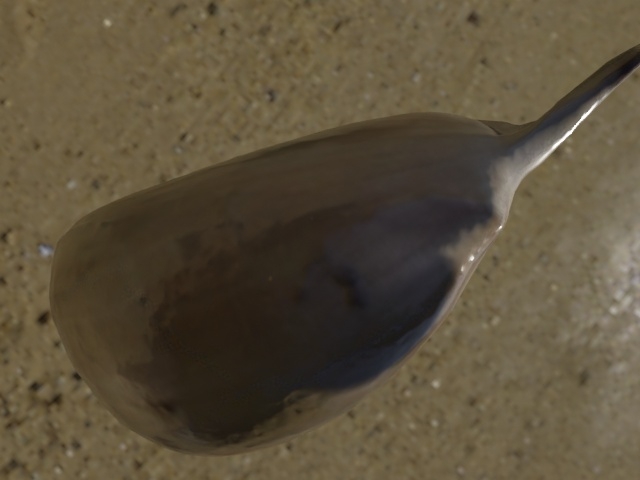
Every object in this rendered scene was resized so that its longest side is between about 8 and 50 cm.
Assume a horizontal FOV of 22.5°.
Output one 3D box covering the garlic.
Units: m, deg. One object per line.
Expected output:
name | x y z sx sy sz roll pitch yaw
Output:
garlic | 0.003 0.002 0.590 0.128 0.267 0.148 40 46 -46
